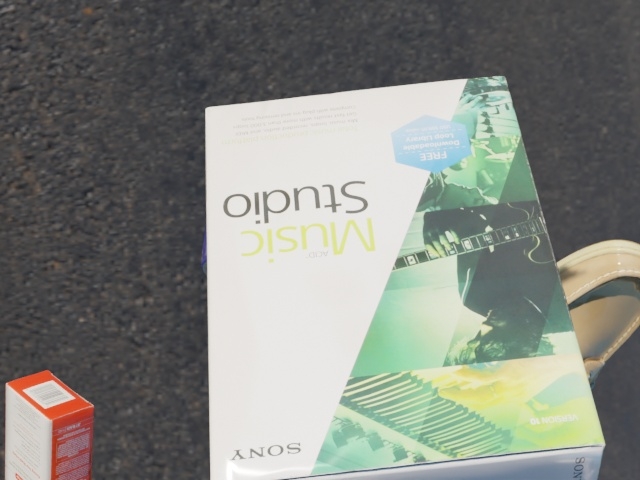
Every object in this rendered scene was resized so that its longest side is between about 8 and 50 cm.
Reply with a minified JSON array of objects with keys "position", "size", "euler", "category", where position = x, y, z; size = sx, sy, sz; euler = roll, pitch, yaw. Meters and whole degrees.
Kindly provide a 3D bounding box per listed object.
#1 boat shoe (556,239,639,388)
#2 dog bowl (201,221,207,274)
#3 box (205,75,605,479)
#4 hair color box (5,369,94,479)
[{"position":[0.242,0.140,1.165],"size":[0.121,0.341,0.110],"euler":[25,36,-15],"category":"boat shoe"},{"position":[0.000,0.000,1.244],"size":[0.265,0.265,0.104],"euler":[24,67,-44],"category":"dog bowl"},{"position":[0.039,0.024,0.743],"size":[0.058,0.232,0.322],"euler":[83,1,-52],"category":"box"},{"position":[-0.228,0.189,0.919],"size":[0.043,0.072,0.141],"euler":[-15,122,-43],"category":"hair color box"}]
